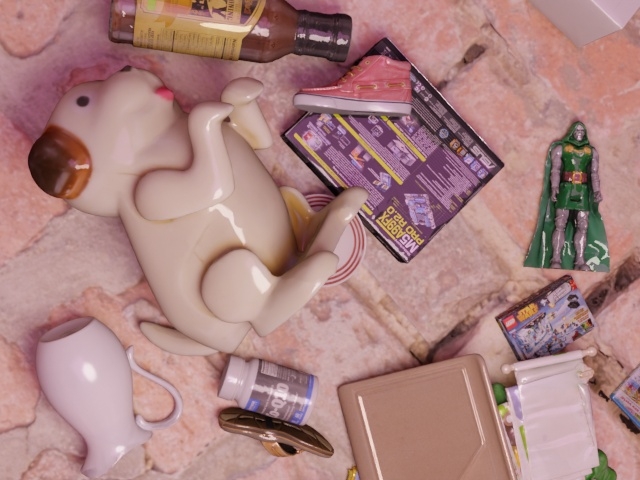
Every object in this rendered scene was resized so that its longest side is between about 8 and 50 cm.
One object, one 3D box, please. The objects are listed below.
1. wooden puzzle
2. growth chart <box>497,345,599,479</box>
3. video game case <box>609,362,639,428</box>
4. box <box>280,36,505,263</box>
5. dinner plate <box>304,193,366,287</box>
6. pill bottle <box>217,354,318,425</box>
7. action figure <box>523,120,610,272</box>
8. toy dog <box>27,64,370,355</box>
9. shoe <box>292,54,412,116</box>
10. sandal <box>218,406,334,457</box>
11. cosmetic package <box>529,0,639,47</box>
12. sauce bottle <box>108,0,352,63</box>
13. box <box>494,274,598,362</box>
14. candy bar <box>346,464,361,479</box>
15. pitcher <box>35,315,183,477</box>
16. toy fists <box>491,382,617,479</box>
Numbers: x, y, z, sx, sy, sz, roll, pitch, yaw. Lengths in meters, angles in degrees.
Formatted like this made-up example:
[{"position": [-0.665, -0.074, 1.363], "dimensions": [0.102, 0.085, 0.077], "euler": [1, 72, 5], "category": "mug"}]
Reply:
[{"position": [0.159, 0.297, 1.534], "dimensions": [0.238, 0.044, 0.221], "euler": [-16, 85, 20], "category": "wooden puzzle"}, {"position": [0.333, 0.281, 1.529], "dimensions": [0.171, 0.021, 0.237], "euler": [-5, 95, -7], "category": "growth chart"}, {"position": [0.560, 0.232, 1.664], "dimensions": [0.166, 0.015, 0.119], "euler": [-45, 98, -6], "category": "video game case"}, {"position": [0.109, -0.134, 1.559], "dimensions": [0.216, 0.060, 0.270], "euler": [-45, 97, -5], "category": "box"}, {"position": [0.000, 0.000, 1.550], "dimensions": [0.141, 0.017, 0.141], "euler": [2, 101, 10], "category": "dinner plate"}, {"position": [-0.078, 0.219, 1.529], "dimensions": [0.137, 0.078, 0.078], "euler": [17, 89, -9], "category": "pill bottle"}, {"position": [0.392, -0.070, 1.609], "dimensions": [0.137, 0.063, 0.232], "euler": [3, 88, -6], "category": "action figure"}, {"position": [-0.192, -0.064, 1.430], "dimensions": [0.408, 0.285, 0.395], "euler": [43, 129, -8], "category": "toy dog"}, {"position": [0.047, -0.224, 1.488], "dimensions": [0.177, 0.063, 0.081], "euler": [1, 90, -14], "category": "shoe"}, {"position": [-0.069, 0.295, 1.541], "dimensions": [0.180, 0.072, 0.049], "euler": [14, 105, -8], "category": "sandal"}, {"position": [0.343, -0.487, 1.540], "dimensions": [0.365, 0.155, 0.197], "euler": [39, 83, -7], "category": "cosmetic package"}, {"position": [-0.127, -0.315, 1.492], "dimensions": [0.344, 0.111, 0.112], "euler": [5, 91, -11], "category": "sauce bottle"}, {"position": [0.354, 0.128, 1.621], "dimensions": [0.137, 0.027, 0.094], "euler": [-29, 97, -7], "category": "box"}, {"position": [0.042, 0.425, 1.584], "dimensions": [0.040, 0.018, 0.162], "euler": [15, 89, -13], "category": "candy bar"}, {"position": [-0.301, 0.207, 1.483], "dimensions": [0.177, 0.125, 0.207], "euler": [-28, 107, -28], "category": "pitcher"}, {"position": [0.336, 0.332, 1.592], "dimensions": [0.279, 0.096, 0.142], "euler": [42, 91, -7], "category": "toy fists"}]
